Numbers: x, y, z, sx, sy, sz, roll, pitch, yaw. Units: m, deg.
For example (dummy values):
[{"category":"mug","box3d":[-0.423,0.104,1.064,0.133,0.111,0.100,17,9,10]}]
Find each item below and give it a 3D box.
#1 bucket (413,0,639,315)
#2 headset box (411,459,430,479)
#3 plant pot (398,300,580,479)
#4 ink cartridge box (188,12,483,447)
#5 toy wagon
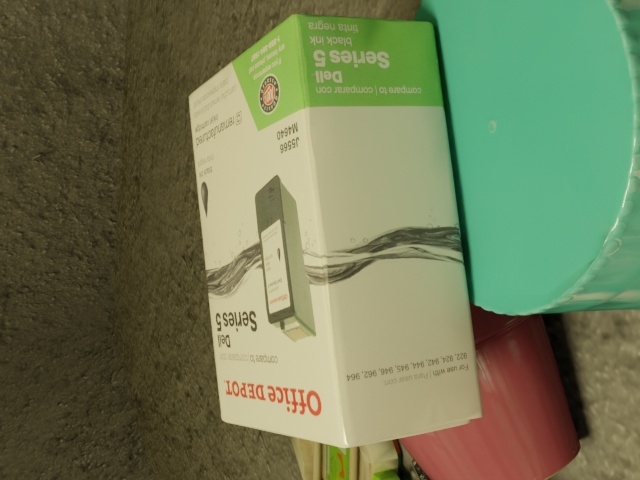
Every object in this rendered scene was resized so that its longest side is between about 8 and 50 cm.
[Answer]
[{"category":"bucket","box3d":[0.185,-0.080,0.541,0.281,0.183,0.281,175,90,-65]},{"category":"headset box","box3d":[0.140,0.266,0.921,0.062,0.032,0.083,110,145,-45]},{"category":"plant pot","box3d":[0.134,0.131,0.729,0.180,0.201,0.201,64,153,6]},{"category":"ink cartridge box","box3d":[0.000,0.000,0.591,0.198,0.115,0.272,-13,82,60]},{"category":"toy wagon","box3d":[0.042,0.311,1.113,0.344,0.068,0.267,-149,56,-60]}]
